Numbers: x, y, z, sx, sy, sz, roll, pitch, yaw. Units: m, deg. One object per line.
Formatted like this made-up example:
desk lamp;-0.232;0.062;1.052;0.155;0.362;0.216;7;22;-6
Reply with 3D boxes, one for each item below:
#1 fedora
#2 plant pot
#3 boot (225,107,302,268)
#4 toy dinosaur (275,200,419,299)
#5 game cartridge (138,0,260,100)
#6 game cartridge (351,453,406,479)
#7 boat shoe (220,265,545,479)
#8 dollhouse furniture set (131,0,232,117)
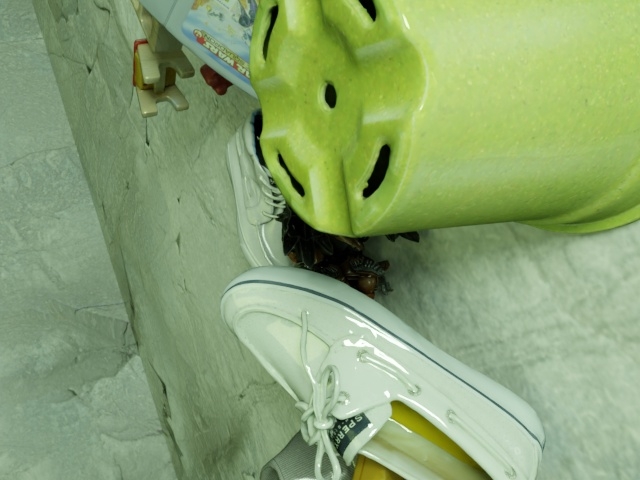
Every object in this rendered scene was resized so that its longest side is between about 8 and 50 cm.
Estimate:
fedora;-0.015;0.384;0.890;0.244;0.124;0.275;53;150;42
plant pot;0.098;-0.115;0.419;0.276;0.253;0.276;29;126;51
boot;-0.078;-0.065;0.866;0.123;0.095;0.258;-40;67;63
toy dinosaur;0.000;0.000;0.736;0.322;0.164;0.218;52;160;6
game cartridge;-0.057;-0.240;0.622;0.297;0.062;0.198;33;144;-17
game cartridge;0.106;0.399;0.657;0.285;0.052;0.324;29;-138;-81
boat shoe;0.035;0.163;0.569;0.367;0.156;0.136;31;127;8
dollhouse furniture set;-0.164;-0.355;0.805;0.152;0.201;0.374;65;153;16
